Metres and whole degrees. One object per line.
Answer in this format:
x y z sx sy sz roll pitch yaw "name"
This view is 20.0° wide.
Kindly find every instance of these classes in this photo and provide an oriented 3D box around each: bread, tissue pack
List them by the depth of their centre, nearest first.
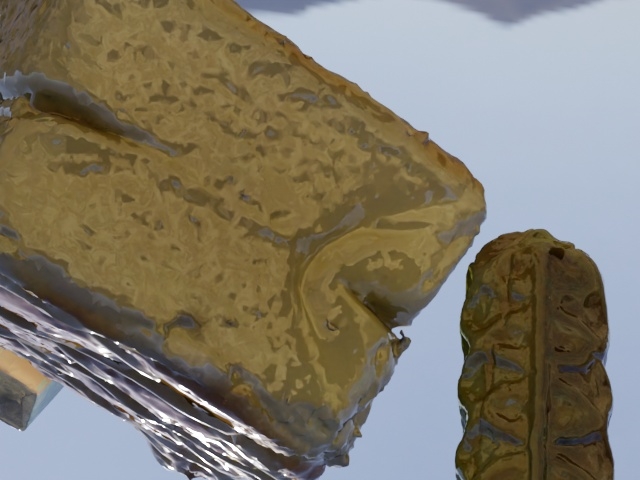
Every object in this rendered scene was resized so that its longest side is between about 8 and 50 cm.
0.136 0.115 1.162 0.098 0.269 0.087 -9 149 23 "bread"
-0.130 -0.015 1.388 0.390 0.279 0.371 35 162 -22 "bread"
-0.280 0.124 1.696 0.074 0.059 0.094 29 -151 3 "tissue pack"
